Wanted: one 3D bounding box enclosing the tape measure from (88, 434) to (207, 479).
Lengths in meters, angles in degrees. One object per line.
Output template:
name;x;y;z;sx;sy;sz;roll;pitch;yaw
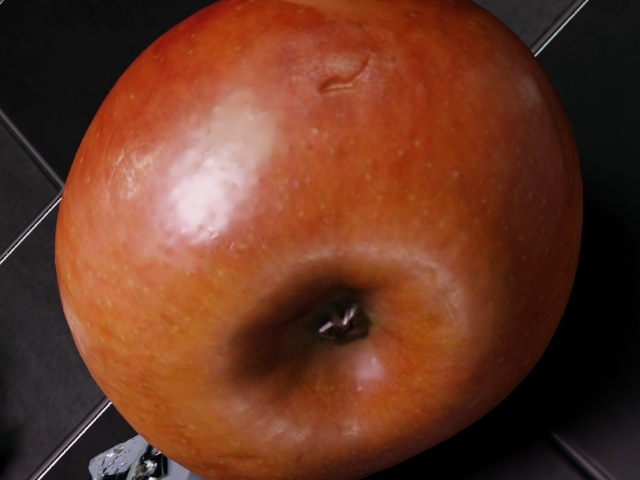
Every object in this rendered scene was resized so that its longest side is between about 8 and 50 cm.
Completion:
tape measure;-0.087;0.140;1.021;0.091;0.054;0.094;-39;30;7

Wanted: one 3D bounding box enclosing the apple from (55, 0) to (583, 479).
apple;0.000;0.000;0.908;0.272;0.251;0.206;-23;44;10
